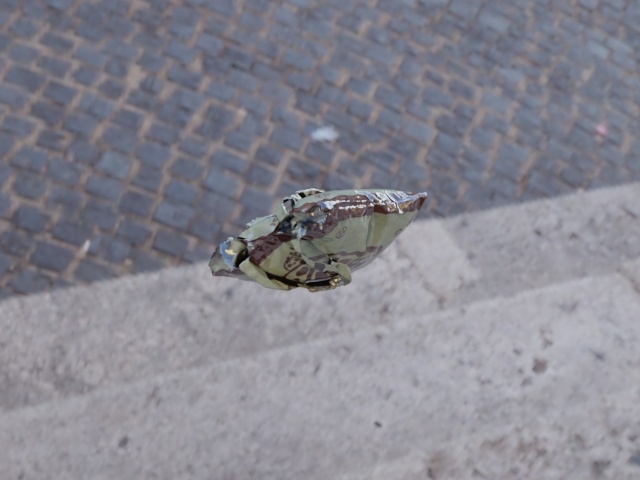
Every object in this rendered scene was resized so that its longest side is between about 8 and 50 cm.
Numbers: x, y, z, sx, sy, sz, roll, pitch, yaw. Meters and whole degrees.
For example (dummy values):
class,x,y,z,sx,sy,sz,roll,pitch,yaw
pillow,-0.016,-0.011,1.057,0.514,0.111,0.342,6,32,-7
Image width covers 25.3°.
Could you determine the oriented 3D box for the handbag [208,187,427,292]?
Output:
class,x,y,z,sx,sy,sz,roll,pitch,yaw
handbag,0.000,0.000,1.817,0.235,0.213,0.127,-8,72,-55
